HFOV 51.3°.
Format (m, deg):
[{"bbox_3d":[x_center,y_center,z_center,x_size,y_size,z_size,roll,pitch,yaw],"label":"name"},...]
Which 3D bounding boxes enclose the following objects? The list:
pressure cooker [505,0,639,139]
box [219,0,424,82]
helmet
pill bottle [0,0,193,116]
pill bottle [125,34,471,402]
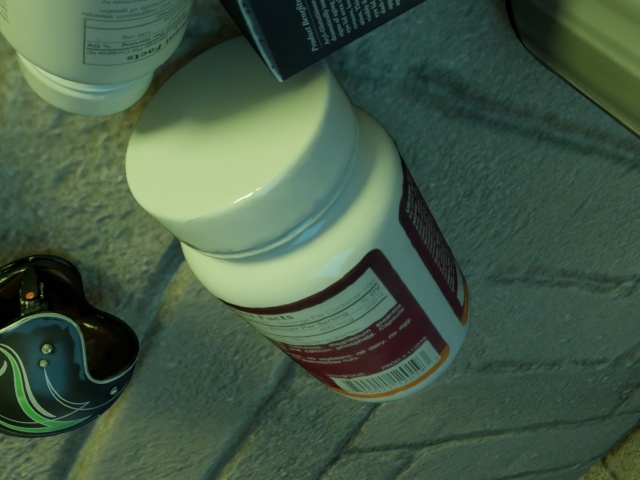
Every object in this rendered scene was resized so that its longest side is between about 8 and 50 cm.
[{"bbox_3d":[0.411,-0.216,0.560,0.369,0.420,0.376,-20,138,-13],"label":"pressure cooker"},{"bbox_3d":[0.011,-0.239,0.489,0.207,0.153,0.108,-29,141,-1],"label":"box"},{"bbox_3d":[-0.275,0.114,0.664,0.169,0.169,0.162,-25,124,-8],"label":"helmet"},{"bbox_3d":[-0.142,-0.174,0.416,0.131,0.131,0.229,-11,168,-23],"label":"pill bottle"},{"bbox_3d":[0.000,0.000,0.673,0.224,0.224,0.392,-35,140,3],"label":"pill bottle"}]
